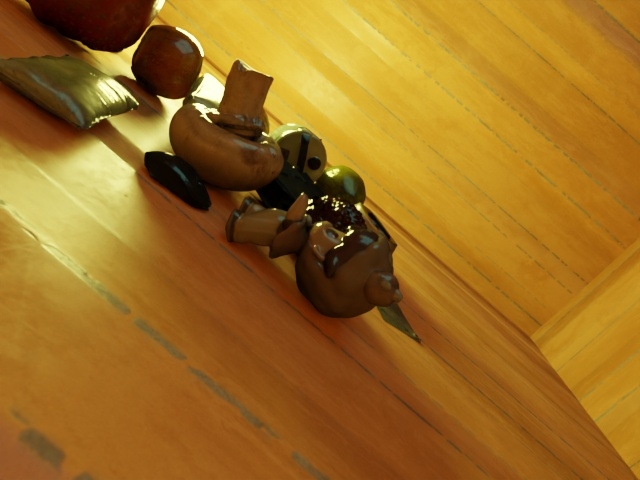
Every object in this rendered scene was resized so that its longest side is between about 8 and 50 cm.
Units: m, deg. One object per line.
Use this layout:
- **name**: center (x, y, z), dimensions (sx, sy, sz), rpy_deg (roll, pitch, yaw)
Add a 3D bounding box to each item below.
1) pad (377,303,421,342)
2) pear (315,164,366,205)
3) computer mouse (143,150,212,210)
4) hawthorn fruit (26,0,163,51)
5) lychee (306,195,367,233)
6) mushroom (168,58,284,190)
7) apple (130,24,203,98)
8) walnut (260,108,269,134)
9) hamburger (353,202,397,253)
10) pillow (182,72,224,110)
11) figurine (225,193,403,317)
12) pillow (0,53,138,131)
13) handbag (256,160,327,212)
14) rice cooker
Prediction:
- **pad**: center (0.204, 0.191, 1.368), dimensions (0.159, 0.009, 0.265), rpy_deg (33, 15, -26)
- **pear**: center (0.075, -0.190, 1.788), dimensions (0.212, 0.212, 0.269), rpy_deg (35, 20, -22)
- **computer mouse**: center (-0.288, -0.132, 0.942), dimensions (0.172, 0.057, 0.099), rpy_deg (41, 12, -12)
- **hawthorn fruit**: center (-0.612, -0.743, 1.239), dimensions (0.403, 0.403, 0.403), rpy_deg (38, 14, -11)
- **lychee**: center (0.019, -0.022, 1.138), dimensions (0.200, 0.200, 0.238), rpy_deg (52, -11, 37)
- **mushroom**: center (-0.202, -0.274, 1.105), dimensions (0.293, 0.290, 0.292), rpy_deg (26, 18, -9)
- **apple**: center (-0.482, -0.552, 1.411), dimensions (0.208, 0.237, 0.237), rpy_deg (19, 20, -16)
- **walnut**: center (-0.266, -0.426, 1.637), dimensions (0.165, 0.165, 0.197), rpy_deg (55, -15, 44)
- **hamburger**: center (0.153, -0.013, 1.582), dimensions (0.227, 0.151, 0.295), rpy_deg (53, 10, 21)
- **pillow**: center (-0.306, -0.364, 1.385), dimensions (0.255, 0.120, 0.322), rpy_deg (55, 14, -27)
- **figurine**: center (-0.011, 0.030, 0.945), dimensions (0.381, 0.203, 0.248), rpy_deg (27, -1, -1)
- **pillow**: center (-0.488, -0.303, 0.901), dimensions (0.185, 0.075, 0.302), rpy_deg (35, 18, -16)
- **handbag**: center (-0.094, -0.147, 1.391), dimensions (0.269, 0.118, 0.326), rpy_deg (53, 16, 19)
- **rice cooker**: center (-0.097, -0.315, 1.687), dimensions (0.226, 0.226, 0.244), rpy_deg (34, 11, -28)
